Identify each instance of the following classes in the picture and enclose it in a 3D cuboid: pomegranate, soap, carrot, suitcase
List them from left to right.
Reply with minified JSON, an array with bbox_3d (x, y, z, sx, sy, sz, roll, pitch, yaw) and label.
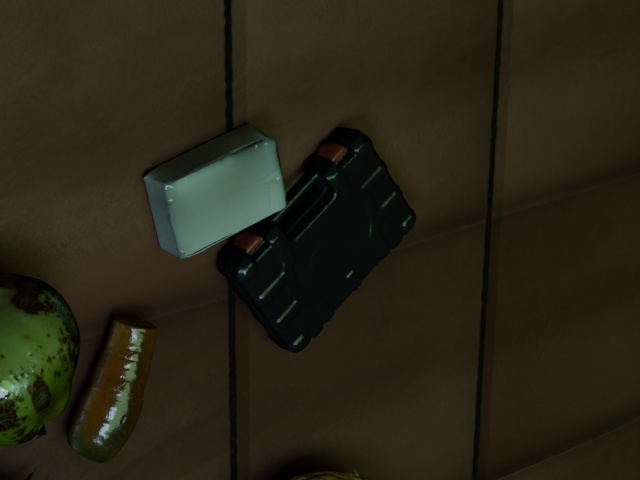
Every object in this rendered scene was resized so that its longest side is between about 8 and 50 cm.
[{"bbox_3d":[-0.392,0.115,1.797,0.222,0.204,0.276,-56,158,-48],"label":"pomegranate"},{"bbox_3d":[-0.269,0.197,2.038,0.087,0.087,0.193,25,89,-44],"label":"carrot"},{"bbox_3d":[-0.137,-0.067,2.053,0.183,0.064,0.121,-28,125,-29],"label":"soap"},{"bbox_3d":[0.000,0.000,2.195,0.285,0.066,0.206,-47,131,-16],"label":"suitcase"}]

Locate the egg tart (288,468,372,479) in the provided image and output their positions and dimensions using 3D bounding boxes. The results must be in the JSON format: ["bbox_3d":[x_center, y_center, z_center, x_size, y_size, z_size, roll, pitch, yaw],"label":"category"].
[{"bbox_3d":[-0.032,0.500,2.322,0.352,0.150,0.352,-12,109,-36],"label":"egg tart"}]

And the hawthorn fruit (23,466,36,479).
[{"bbox_3d":[-0.409,0.377,1.936,0.235,0.181,0.181,-52,137,-41],"label":"hawthorn fruit"}]
